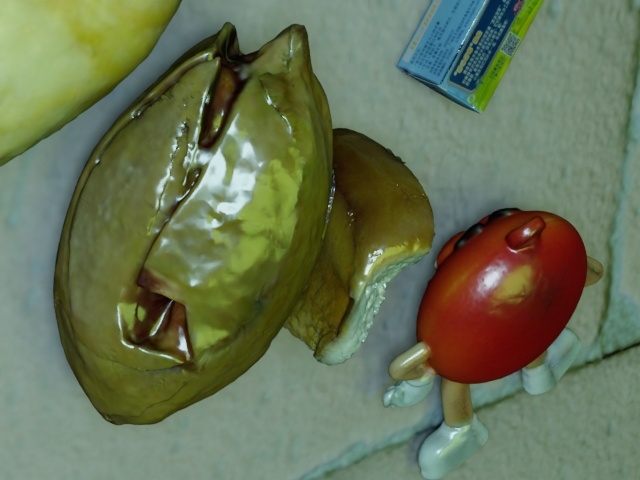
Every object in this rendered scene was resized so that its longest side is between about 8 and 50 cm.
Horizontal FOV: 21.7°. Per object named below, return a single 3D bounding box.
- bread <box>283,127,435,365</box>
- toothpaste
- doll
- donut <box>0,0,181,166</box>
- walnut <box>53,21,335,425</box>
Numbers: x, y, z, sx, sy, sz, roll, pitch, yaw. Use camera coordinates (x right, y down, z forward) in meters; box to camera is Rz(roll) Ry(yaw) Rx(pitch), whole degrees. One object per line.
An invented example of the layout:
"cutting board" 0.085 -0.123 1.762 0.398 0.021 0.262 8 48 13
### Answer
"bread" 0.000 0.000 0.948 0.044 0.129 0.126 19 102 -44
"toothpaste" 0.125 -0.172 1.021 0.070 0.044 0.193 25 95 -44
"doll" 0.114 0.055 1.110 0.183 0.085 0.217 -36 148 -18
"donut" -0.205 -0.208 0.615 0.449 0.198 0.449 -20 125 -32
"walnut" -0.066 -0.007 0.894 0.137 0.137 0.245 17 104 -44
